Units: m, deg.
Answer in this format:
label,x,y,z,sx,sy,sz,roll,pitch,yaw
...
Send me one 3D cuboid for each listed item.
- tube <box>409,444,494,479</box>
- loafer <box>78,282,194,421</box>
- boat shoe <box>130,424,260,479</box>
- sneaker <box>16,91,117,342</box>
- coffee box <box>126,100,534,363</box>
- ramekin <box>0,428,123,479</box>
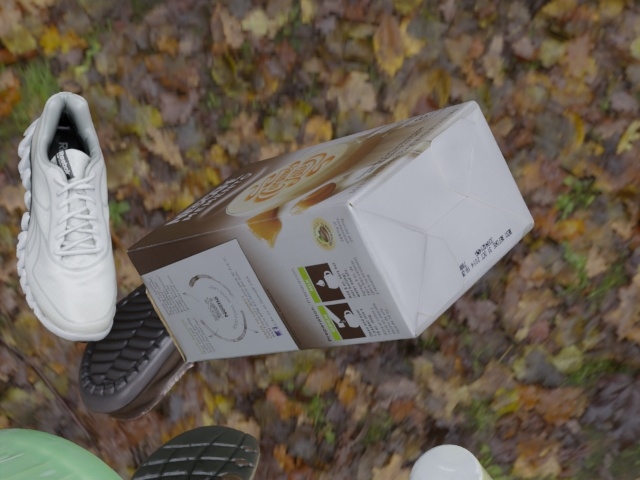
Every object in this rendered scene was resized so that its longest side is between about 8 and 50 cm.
label,x,y,z,sx,sy,sz,roll,pitch,yaw
tube,0.137,0.243,1.212,0.070,0.240,0.062,5,64,22
loafer,-0.144,0.092,1.689,0.134,0.130,0.366,2,40,40
boat shoe,-0.168,0.335,1.522,0.123,0.120,0.324,17,42,19
sneaker,-0.281,-0.030,1.573,0.110,0.118,0.292,-3,66,-22
coffee box,0.000,0.000,0.960,0.141,0.246,0.098,-38,107,-38
ramekin,-0.252,0.293,0.994,0.303,0.148,0.303,2,93,31
